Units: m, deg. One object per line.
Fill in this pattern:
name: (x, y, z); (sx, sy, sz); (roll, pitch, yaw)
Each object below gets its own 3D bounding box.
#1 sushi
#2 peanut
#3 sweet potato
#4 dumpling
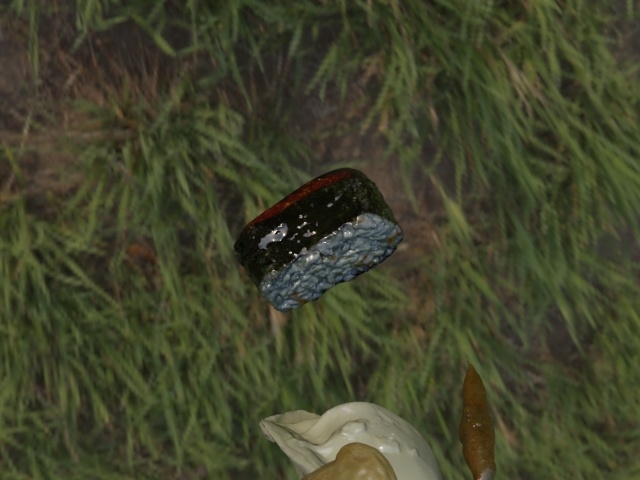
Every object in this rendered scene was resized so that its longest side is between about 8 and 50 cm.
sushi: (0.000, 0.000, 1.897); (0.225, 0.126, 0.136); (-34, 149, -5)
peanut: (-0.019, 0.271, 1.248); (0.214, 0.099, 0.099); (-45, 130, 0)
sweet potato: (0.257, 0.309, 2.238); (0.067, 0.274, 0.067); (0, 130, 0)
dumpling: (0.039, 0.371, 2.120); (0.315, 0.395, 0.233); (25, 99, -17)
